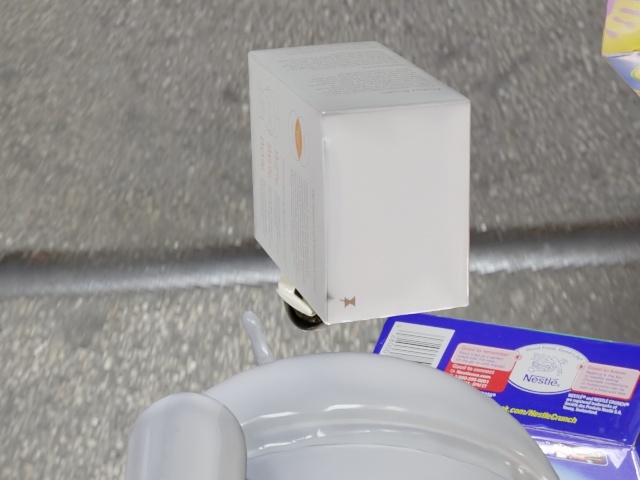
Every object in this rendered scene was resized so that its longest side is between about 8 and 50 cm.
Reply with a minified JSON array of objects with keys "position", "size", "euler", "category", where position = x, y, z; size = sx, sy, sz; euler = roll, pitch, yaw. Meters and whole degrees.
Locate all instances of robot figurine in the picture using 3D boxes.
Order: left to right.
[{"position":[0.011,0.187,0.653],"size":[0.199,0.353,0.300],"euler":[-20,132,15],"category":"robot figurine"}]

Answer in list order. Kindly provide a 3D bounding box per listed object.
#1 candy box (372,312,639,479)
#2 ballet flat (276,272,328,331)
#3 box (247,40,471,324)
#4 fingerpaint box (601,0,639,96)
[{"position":[0.202,0.222,1.529],"size":[0.268,0.122,0.317],"euler":[8,138,29],"category":"candy box"},{"position":[0.000,0.000,1.502],"size":[0.095,0.096,0.280],"euler":[27,153,19],"category":"ballet flat"},{"position":[0.020,-0.041,1.023],"size":[0.091,0.170,0.130],"euler":[-6,110,-16],"category":"box"},{"position":[0.533,-0.191,1.544],"size":[0.444,0.371,0.163],"euler":[0,76,30],"category":"fingerpaint box"}]
